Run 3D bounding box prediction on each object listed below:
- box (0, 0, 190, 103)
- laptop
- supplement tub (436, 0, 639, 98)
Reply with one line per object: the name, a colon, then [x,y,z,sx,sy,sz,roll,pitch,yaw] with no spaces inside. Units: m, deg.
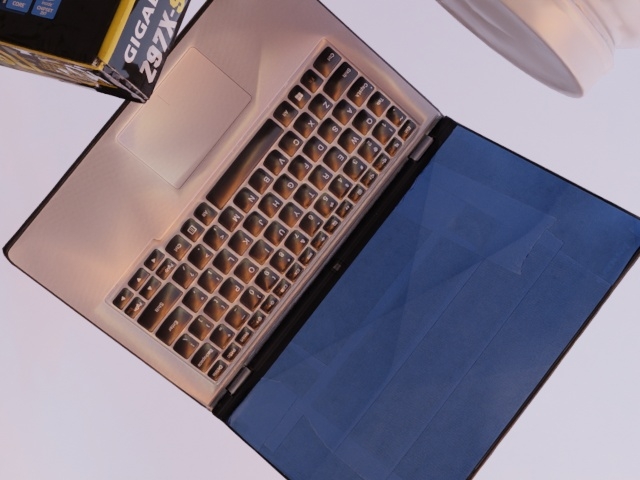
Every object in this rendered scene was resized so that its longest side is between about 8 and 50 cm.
box: [-0.225,-0.262,0.869,0.322,0.079,0.257,18,-97,24]
laptop: [0.000,0.000,1.055,0.382,0.408,0.236,-52,-163,-6]
supplement tub: [0.222,-0.291,0.854,0.325,0.235,0.235,-50,-134,4]
